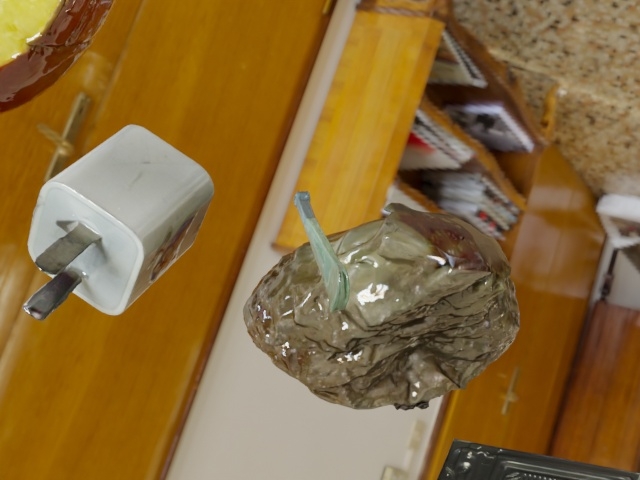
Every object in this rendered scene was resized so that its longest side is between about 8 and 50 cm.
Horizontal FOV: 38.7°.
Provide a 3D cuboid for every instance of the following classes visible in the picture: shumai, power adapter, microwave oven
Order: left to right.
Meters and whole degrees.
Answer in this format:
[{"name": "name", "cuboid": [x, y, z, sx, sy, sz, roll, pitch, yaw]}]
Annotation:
[{"name": "power adapter", "cuboid": [-0.218, -0.004, 0.903, 0.125, 0.205, 0.130, 34, 132, 4]}, {"name": "shumai", "cuboid": [0.090, 0.035, 1.029, 0.346, 0.217, 0.283, -2, 140, -13]}, {"name": "microwave oven", "cuboid": [0.219, 0.301, 0.922, 0.208, 0.162, 0.122, 2, 137, 35]}]

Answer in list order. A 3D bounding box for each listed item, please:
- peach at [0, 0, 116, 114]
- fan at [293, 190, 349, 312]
[{"name": "peach", "cuboid": [-0.256, -0.241, 0.649, 0.249, 0.275, 0.245, 29, -153, -37]}, {"name": "fan", "cuboid": [0.000, 0.000, 0.801, 0.016, 0.038, 0.193, 5, -153, -15]}]
